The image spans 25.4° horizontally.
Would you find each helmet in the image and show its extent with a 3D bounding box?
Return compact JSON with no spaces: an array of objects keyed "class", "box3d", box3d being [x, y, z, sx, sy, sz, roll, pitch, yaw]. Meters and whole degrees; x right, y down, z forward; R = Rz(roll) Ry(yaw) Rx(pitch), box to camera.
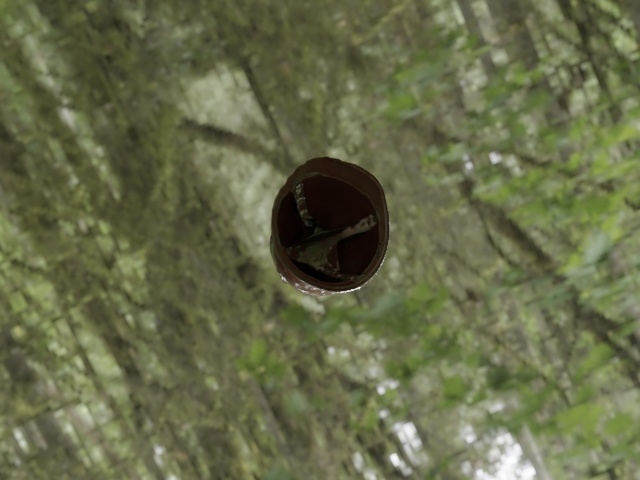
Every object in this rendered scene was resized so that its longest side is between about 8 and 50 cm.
[{"class":"helmet","box3d":[0.000,0.000,1.032,0.057,0.089,0.111,124,-13,-56]}]
